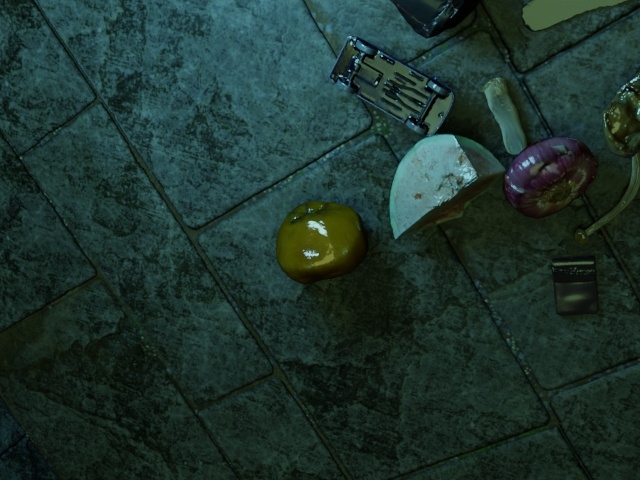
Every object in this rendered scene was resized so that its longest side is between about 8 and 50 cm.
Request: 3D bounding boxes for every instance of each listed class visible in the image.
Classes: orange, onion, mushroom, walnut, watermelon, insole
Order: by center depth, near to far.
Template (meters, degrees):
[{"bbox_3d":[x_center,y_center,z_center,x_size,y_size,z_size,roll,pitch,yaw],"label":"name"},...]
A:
[{"bbox_3d":[0.745,-0.285,1.636,0.238,0.141,0.204,-2,92,13],"label":"walnut"},{"bbox_3d":[0.601,-0.554,1.645,0.310,0.012,0.110,-23,102,23],"label":"insole"},{"bbox_3d":[0.524,-0.166,1.730,0.230,0.230,0.163,-38,58,25],"label":"onion"},{"bbox_3d":[0.711,-0.114,1.766,0.068,0.043,0.306,22,114,-14],"label":"mushroom"},{"bbox_3d":[0.447,-0.296,1.769,0.059,0.054,0.202,-18,109,27],"label":"mushroom"},{"bbox_3d":[0.286,-0.127,1.801,0.224,0.180,0.305,34,134,-12],"label":"watermelon"},{"bbox_3d":[0.000,0.000,1.892,0.249,0.249,0.183,-16,122,21],"label":"orange"}]

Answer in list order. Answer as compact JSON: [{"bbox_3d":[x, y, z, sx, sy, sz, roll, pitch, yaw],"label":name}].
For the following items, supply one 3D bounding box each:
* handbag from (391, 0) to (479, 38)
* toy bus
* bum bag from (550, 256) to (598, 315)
[{"bbox_3d":[0.247,-0.549,1.643,0.155,0.215,0.169,-39,92,33],"label":"handbag"},{"bbox_3d":[0.178,-0.373,1.770,0.292,0.133,0.125,31,115,5],"label":"toy bus"},{"bbox_3d":[0.647,0.119,1.873,0.109,0.026,0.159,-6,108,17],"label":"bum bag"}]
